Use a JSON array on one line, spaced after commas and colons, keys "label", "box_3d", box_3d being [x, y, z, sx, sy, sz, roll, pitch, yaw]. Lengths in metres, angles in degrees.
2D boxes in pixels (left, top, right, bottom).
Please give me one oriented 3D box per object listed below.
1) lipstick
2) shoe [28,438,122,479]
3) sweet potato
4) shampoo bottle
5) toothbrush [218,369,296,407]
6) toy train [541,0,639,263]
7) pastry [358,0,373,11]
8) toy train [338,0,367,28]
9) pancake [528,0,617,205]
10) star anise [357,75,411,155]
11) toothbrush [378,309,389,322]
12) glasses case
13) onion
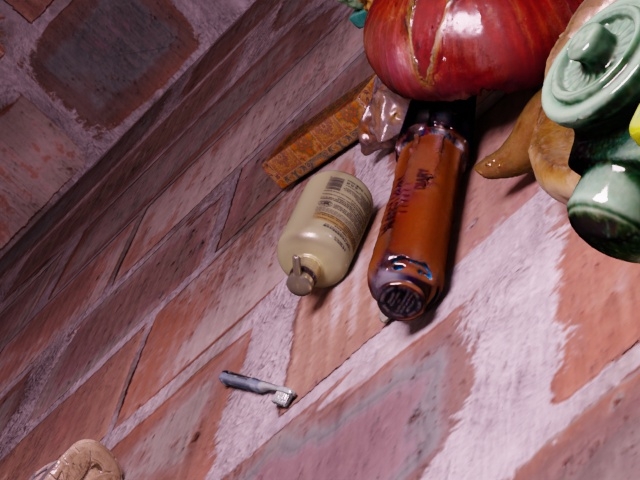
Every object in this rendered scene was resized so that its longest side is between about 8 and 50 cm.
[{"label": "lipstick", "box_3d": [0.102, -0.056, 1.478, 0.077, 0.077, 0.418, -40, 17, 29]}, {"label": "shoe", "box_3d": [-0.302, 0.297, 1.697, 0.180, 0.089, 0.092, -53, 16, -27]}, {"label": "sweet potato", "box_3d": [0.241, -0.148, 1.340, 0.274, 0.067, 0.067, -45, 15, 10]}, {"label": "shampoo bottle", "box_3d": [0.000, 0.000, 1.616, 0.079, 0.079, 0.162, -36, 19, 38]}, {"label": "toothbrush", "box_3d": [-0.066, 0.148, 1.551, 0.019, 0.016, 0.219, -60, 18, -10]}, {"label": "toy train", "box_3d": [0.317, -0.174, 0.939, 0.442, 0.179, 0.272, -59, 25, -14]}, {"label": "pastry", "box_3d": [0.171, -0.352, 1.830, 0.311, 0.162, 0.255, -7, 29, 39]}, {"label": "toy train", "box_3d": [0.134, -0.395, 2.023, 0.298, 0.194, 0.120, -53, 17, -16]}, {"label": "pancake", "box_3d": [0.271, -0.144, 1.209, 0.282, 0.049, 0.282, -38, 29, 25]}, {"label": "star anise", "box_3d": [0.108, -0.173, 1.764, 0.212, 0.073, 0.197, -31, 19, 54]}, {"label": "toothbrush", "box_3d": [0.074, 0.023, 1.472, 0.017, 0.014, 0.194, -41, 16, 27]}, {"label": "glasses case", "box_3d": [0.015, -0.141, 1.993, 0.218, 0.049, 0.075, -31, 16, 48]}, {"label": "onion", "box_3d": [0.158, -0.227, 1.534, 0.248, 0.161, 0.248, -3, 12, 1]}]
